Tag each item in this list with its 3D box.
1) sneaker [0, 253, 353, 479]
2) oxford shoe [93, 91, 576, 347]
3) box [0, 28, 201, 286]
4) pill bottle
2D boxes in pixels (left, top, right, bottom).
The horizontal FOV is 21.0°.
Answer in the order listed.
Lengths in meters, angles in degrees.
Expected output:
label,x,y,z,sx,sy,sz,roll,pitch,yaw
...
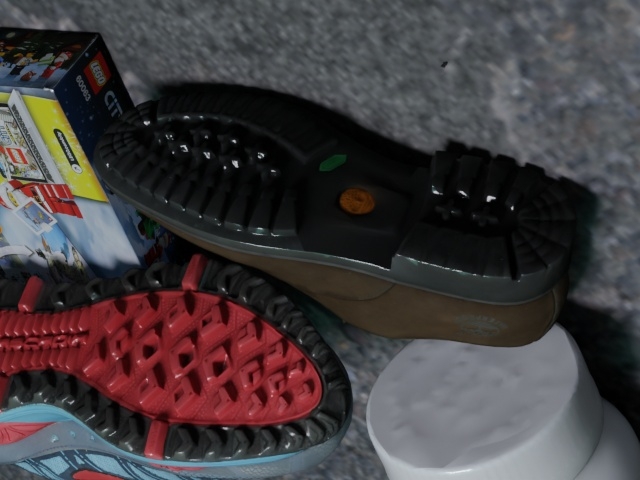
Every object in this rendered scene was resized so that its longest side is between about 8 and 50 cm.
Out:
label,x,y,z,sx,sy,sz,roll,pitch,yaw
sneaker,-0.082,0.077,0.861,0.262,0.104,0.125,3,152,35
oxford shoe,0.000,0.000,0.769,0.227,0.083,0.096,21,147,21
box,-0.145,-0.007,0.906,0.159,0.044,0.233,8,137,32
pill bottle,0.106,0.144,0.817,0.121,0.121,0.221,4,135,36
